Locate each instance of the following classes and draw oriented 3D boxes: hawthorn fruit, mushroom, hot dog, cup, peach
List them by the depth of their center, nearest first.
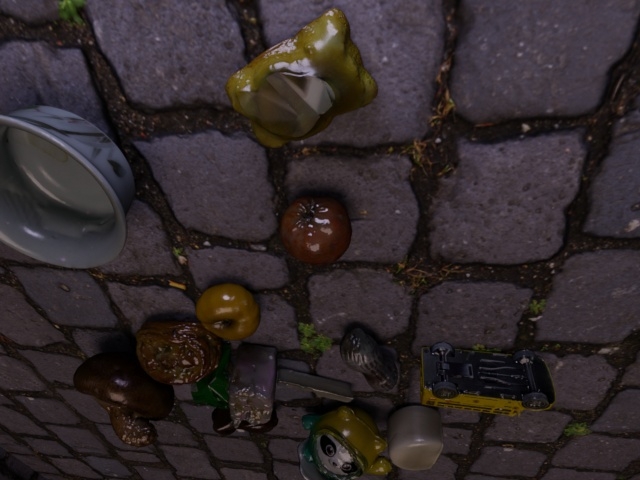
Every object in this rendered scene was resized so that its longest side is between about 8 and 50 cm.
[{"bbox_3d":[-0.518,-0.122,0.807,0.346,0.163,0.348,5,133,6],"label":"cup"},{"bbox_3d":[0.004,-0.004,0.833,0.149,0.149,0.189,-20,124,26],"label":"hawthorn fruit"},{"bbox_3d":[-0.245,0.189,1.079,0.179,0.103,0.179,7,133,8],"label":"peach"},{"bbox_3d":[-0.439,0.324,1.218,0.271,0.122,0.196,2,106,10],"label":"hot dog"},{"bbox_3d":[-0.635,0.484,1.339,0.344,0.239,0.346,13,122,22],"label":"mushroom"}]

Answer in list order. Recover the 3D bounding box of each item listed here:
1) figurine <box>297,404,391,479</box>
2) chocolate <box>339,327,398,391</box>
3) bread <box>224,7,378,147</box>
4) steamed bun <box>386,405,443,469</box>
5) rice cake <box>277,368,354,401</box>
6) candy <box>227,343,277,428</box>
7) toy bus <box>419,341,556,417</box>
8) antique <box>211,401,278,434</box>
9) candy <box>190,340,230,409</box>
[{"bbox_3d":[0.075,0.715,1.429,0.323,0.231,0.340,43,125,9],"label":"figurine"},{"bbox_3d":[0.138,0.339,1.143,0.110,0.110,0.248,-26,120,29],"label":"chocolate"},{"bbox_3d":[-0.034,-0.240,0.664,0.232,0.088,0.161,-22,120,24],"label":"bread"},{"bbox_3d":[0.310,0.674,1.385,0.163,0.147,0.242,5,132,0],"label":"steamed bun"},{"bbox_3d":[-0.017,0.472,1.323,0.255,0.057,0.052,14,107,-4],"label":"rice cake"},{"bbox_3d":[-0.203,0.436,1.243,0.137,0.195,0.185,7,129,-3],"label":"candy"},{"bbox_3d":[0.438,0.386,1.104,0.329,0.144,0.152,4,132,9],"label":"toy bus"},{"bbox_3d":[-0.282,0.647,1.496,0.256,0.121,0.144,-10,138,10],"label":"antique"},{"bbox_3d":[-0.342,0.419,1.273,0.141,0.204,0.078,-5,174,6],"label":"candy"}]
